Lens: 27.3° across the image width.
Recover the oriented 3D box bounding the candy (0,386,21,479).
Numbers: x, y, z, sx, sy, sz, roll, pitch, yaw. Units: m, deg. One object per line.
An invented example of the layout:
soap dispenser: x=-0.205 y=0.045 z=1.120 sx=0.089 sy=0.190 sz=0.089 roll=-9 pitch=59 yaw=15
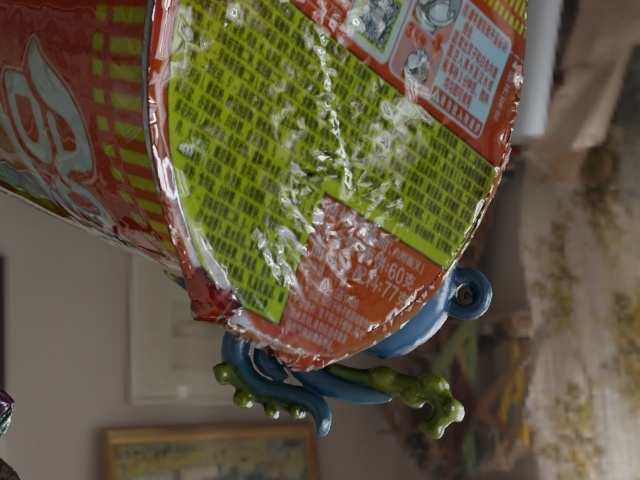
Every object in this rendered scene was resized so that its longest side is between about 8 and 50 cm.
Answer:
candy: x=-0.212 y=0.072 z=0.729 sx=0.043 sy=0.175 sz=0.045 roll=-37 pitch=-166 yaw=-7

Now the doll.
doll: x=0.000 y=0.000 z=1.227 sx=0.341 sy=0.346 sz=0.099 roll=15 pitch=168 yaw=11

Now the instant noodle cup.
instant noodle cup: x=-0.064 y=-0.072 z=0.475 sx=0.212 sy=0.193 sz=0.193 roll=13 pitch=-176 yaw=39
